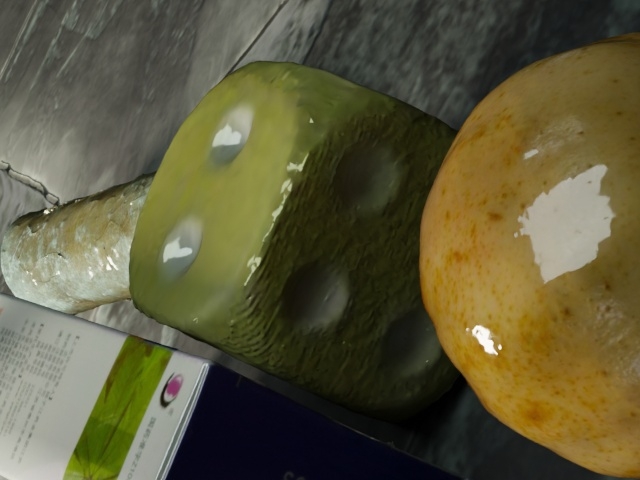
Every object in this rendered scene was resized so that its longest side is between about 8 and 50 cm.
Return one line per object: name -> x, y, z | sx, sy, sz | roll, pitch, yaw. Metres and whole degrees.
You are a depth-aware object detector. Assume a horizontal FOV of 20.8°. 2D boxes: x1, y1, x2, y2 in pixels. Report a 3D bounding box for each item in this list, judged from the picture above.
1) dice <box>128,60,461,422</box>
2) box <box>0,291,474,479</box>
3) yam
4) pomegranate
dice -> 0.000, 0.000, 1.036 | 0.169, 0.166, 0.169 | 17, 81, 58
box -> -0.076, 0.128, 1.020 | 0.299, 0.200, 0.106 | 8, 73, 57
yam -> -0.149, 0.000, 1.333 | 0.259, 0.093, 0.093 | -15, 55, 50
pomegranate -> 0.146, 0.007, 0.805 | 0.207, 0.207, 0.207 | -35, 41, 38
